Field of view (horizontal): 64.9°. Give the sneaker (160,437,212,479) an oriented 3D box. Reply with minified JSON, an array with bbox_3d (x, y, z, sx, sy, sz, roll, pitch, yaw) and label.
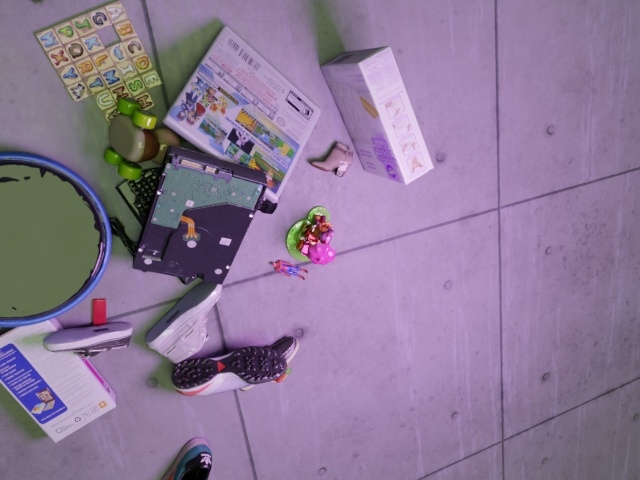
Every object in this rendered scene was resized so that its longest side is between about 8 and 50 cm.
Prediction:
[{"bbox_3d":[-0.413,0.743,1.484,0.108,0.121,0.302,25,95,-27],"label":"sneaker"}]

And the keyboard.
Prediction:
[{"bbox_3d":[-0.420,-0.015,1.300,0.201,0.033,0.317,-33,115,-10],"label":"keyboard"}]

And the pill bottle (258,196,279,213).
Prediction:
[{"bbox_3d":[-0.221,-0.131,1.295,0.219,0.123,0.123,10,102,-25],"label":"pill bottle"}]

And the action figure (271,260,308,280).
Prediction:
[{"bbox_3d":[-0.091,0.085,1.470,0.115,0.030,0.038,21,102,-25],"label":"action figure"}]

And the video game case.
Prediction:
[{"bbox_3d":[-0.176,-0.308,1.244,0.329,0.036,0.300,36,65,-28],"label":"video game case"}]

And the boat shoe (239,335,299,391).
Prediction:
[{"bbox_3d":[-0.166,0.355,1.492,0.223,0.080,0.073,-37,121,-4],"label":"boat shoe"}]

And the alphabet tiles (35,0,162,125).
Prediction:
[{"bbox_3d":[-0.494,-0.397,1.164,0.198,0.009,0.237,-29,114,-12],"label":"alphabet tiles"}]

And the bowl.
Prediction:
[{"bbox_3d":[-0.666,-0.001,1.109,0.390,0.077,0.392,-1,92,-31],"label":"bowl"}]

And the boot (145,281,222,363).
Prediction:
[{"bbox_3d":[-0.344,0.224,1.381,0.258,0.095,0.123,-40,123,2],"label":"boot"}]

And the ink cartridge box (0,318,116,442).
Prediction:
[{"bbox_3d":[-0.694,0.328,1.271,0.175,0.069,0.371,-30,117,-11],"label":"ink cartridge box"}]

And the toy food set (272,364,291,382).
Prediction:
[{"bbox_3d":[-0.133,0.402,1.553,0.082,0.020,0.083,-47,117,-4],"label":"toy food set"}]

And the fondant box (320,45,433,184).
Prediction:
[{"bbox_3d":[0.145,-0.326,1.323,0.096,0.238,0.330,-33,115,-11],"label":"fondant box"}]

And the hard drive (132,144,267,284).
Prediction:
[{"bbox_3d":[-0.296,-0.047,1.217,0.236,0.064,0.339,13,127,-24],"label":"hard drive"}]

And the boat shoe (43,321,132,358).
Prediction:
[{"bbox_3d":[-0.574,0.258,1.258,0.219,0.077,0.070,-1,107,-49],"label":"boat shoe"}]

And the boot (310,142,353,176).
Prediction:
[{"bbox_3d":[0.036,-0.234,1.422,0.118,0.042,0.087,17,92,-27],"label":"boot"}]

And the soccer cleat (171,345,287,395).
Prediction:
[{"bbox_3d":[-0.253,0.377,1.426,0.317,0.109,0.116,-7,147,-9],"label":"soccer cleat"}]

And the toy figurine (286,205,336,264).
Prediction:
[{"bbox_3d":[0.000,0.000,1.408,0.130,0.159,0.173,27,93,-27],"label":"toy figurine"}]

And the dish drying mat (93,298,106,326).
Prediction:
[{"bbox_3d":[-0.575,0.191,1.311,0.032,0.008,0.083,0,107,-22],"label":"dish drying mat"}]

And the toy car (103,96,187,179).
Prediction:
[{"bbox_3d":[-0.394,-0.234,1.210,0.188,0.149,0.155,0,121,-49],"label":"toy car"}]
